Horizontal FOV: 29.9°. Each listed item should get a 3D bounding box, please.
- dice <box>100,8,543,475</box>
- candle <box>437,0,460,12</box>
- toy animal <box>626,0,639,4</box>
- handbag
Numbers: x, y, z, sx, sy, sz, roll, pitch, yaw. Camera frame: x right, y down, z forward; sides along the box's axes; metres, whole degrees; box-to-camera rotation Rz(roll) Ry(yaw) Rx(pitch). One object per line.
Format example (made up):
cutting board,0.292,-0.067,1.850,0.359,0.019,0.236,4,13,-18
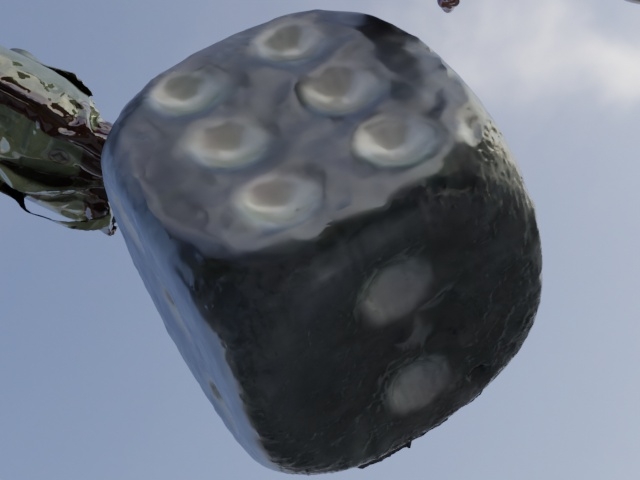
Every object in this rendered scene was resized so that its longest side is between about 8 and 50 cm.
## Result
dice,0.000,0.000,0.641,0.181,0.182,0.183,-30,-41,-14
candle,0.045,-0.200,0.684,0.059,0.084,0.301,-30,-12,12
toy animal,0.203,-0.180,0.317,0.237,0.326,0.269,-20,-11,-37
handbag,-0.273,-0.100,1.028,0.127,0.235,0.213,-56,-2,-15
